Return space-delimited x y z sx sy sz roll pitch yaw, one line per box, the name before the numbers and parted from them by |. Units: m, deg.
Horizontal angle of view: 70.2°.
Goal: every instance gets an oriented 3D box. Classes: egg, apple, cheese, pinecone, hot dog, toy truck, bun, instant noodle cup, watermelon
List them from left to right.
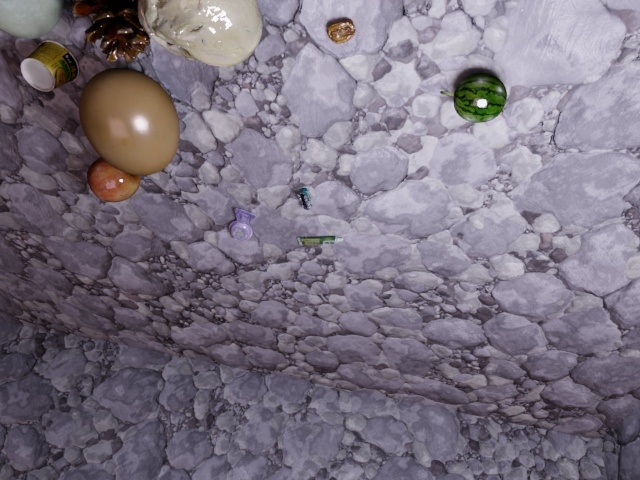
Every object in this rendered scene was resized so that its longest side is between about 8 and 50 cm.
egg | -0.860 -0.746 1.270 0.259 0.258 0.351 13 130 2
instant noodle cup | -0.922 -0.582 1.545 0.152 0.122 0.151 6 136 6
apple | -0.816 -0.248 1.807 0.174 0.188 0.188 -18 127 17
pinecone | -0.575 -0.657 1.281 0.244 0.308 0.244 1 174 0
egg | -0.630 -0.391 1.531 0.302 0.300 0.373 8 146 8
bun | -0.317 -0.586 1.193 0.326 0.234 0.362 25 172 -5
cheese | -0.340 -0.061 1.964 0.105 0.042 0.190 17 134 -4
toy truck | -0.058 -0.163 1.785 0.039 0.044 0.083 15 141 33
hot dog | 0.060 -0.604 1.318 0.084 0.035 0.058 -7 128 21
watermelon | 0.443 -0.416 1.329 0.188 0.140 0.140 9 136 12

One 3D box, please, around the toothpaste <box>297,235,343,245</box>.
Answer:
toothpaste | 0.000 0.000 1.941 0.204 0.031 0.049 -2 133 21
